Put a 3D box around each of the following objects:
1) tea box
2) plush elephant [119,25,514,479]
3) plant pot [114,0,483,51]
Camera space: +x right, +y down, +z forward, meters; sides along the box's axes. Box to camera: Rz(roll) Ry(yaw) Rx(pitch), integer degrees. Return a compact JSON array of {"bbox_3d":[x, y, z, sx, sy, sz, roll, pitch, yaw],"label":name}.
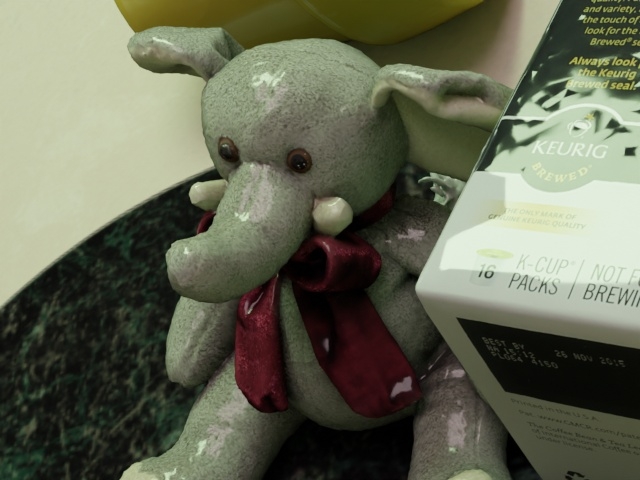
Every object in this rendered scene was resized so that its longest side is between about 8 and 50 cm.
[{"bbox_3d":[0.282,-0.020,0.854,0.329,0.220,0.323,9,60,38],"label":"tea box"},{"bbox_3d":[0.000,0.000,0.991,0.272,0.255,0.330,4,56,35],"label":"plush elephant"},{"bbox_3d":[-0.026,-0.240,1.250,0.239,0.254,0.254,-26,41,35],"label":"plant pot"}]
